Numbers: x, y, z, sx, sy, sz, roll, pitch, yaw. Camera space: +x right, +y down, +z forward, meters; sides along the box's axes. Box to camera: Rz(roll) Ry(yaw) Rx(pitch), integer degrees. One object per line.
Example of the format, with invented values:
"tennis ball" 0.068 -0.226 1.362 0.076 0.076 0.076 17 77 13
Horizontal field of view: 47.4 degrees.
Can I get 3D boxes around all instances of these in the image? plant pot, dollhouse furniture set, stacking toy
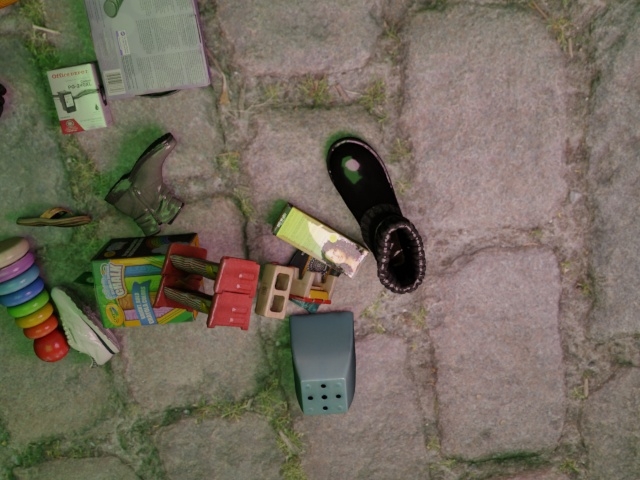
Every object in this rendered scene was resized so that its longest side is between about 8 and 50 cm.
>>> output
"plant pot" 0.008 0.310 1.793 0.165 0.234 0.166 -4 117 1
"dollhouse furniture set" -0.165 0.118 1.683 0.374 0.201 0.152 13 89 -47
"stacking toy" -0.732 0.164 1.822 0.141 0.141 0.330 -17 111 5

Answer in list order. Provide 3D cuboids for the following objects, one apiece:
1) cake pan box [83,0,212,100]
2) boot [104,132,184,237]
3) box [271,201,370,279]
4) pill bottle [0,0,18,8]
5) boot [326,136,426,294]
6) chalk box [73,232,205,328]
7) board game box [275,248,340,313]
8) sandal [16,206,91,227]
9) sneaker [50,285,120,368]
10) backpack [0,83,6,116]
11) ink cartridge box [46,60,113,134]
"cake pan box" -0.388 -0.457 1.655 0.245 0.070 0.267 -9 107 5
"boot" -0.388 -0.131 1.760 0.161 0.083 0.246 40 109 -18
"box" 0.000 0.000 1.773 0.232 0.058 0.087 29 98 -7
"pill bottle" -0.696 -0.581 1.578 0.245 0.136 0.136 -21 106 6
"boot" 0.130 -0.065 1.674 0.131 0.260 0.348 -29 105 9
"chalk box" -0.443 0.098 1.770 0.289 0.180 0.179 -5 107 3
"board game box" -0.021 0.080 1.842 0.126 0.026 0.186 31 105 -8
"sandal" -0.656 -0.058 1.786 0.180 0.072 0.049 0 86 4
"sneaker" -0.614 0.219 1.847 0.095 0.090 0.235 -35 103 0
"backpack" -0.896 -0.297 1.609 0.213 0.276 0.263 39 103 23
"ink cartridge box" -0.559 -0.333 1.695 0.109 0.063 0.150 -9 107 3
